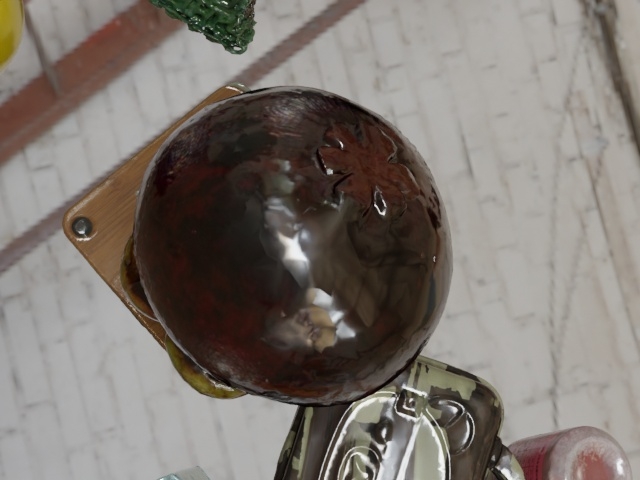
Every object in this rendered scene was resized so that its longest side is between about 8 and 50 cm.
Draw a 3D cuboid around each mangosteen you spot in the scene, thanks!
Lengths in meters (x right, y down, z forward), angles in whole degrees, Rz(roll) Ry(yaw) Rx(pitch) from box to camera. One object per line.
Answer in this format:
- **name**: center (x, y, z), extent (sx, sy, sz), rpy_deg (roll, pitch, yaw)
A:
- **mangosteen**: center (-0.041, 0.024, 1.182), extent (0.347, 0.306, 0.307), rpy_deg (-49, -133, 42)

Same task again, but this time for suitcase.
- **suitcase**: center (0.103, 0.325, 1.648), extent (0.194, 0.339, 0.352), rpy_deg (112, -4, -82)

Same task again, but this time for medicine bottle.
- **medicine bottle**: center (0.324, 0.347, 1.792), extent (0.247, 0.147, 0.147), rpy_deg (-31, -108, 62)

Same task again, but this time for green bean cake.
- **green bean cake**: center (-0.144, -0.408, 1.906), extent (0.208, 0.193, 0.107), rpy_deg (-45, -160, 36)

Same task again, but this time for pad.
- **pad**: center (-0.115, -0.007, 1.494), extent (0.284, 0.286, 0.018), rpy_deg (48, -12, 3)

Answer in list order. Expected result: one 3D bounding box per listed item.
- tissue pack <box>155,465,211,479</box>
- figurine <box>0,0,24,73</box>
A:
- **tissue pack**: center (-0.237, 0.406, 1.781), extent (0.089, 0.177, 0.263), rpy_deg (51, -3, 9)
- **figurine**: center (-0.471, -0.239, 1.265), extent (0.215, 0.343, 0.187), rpy_deg (51, 45, -68)
